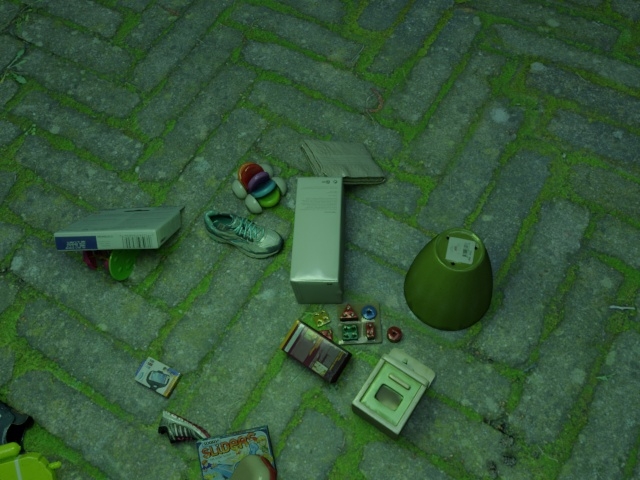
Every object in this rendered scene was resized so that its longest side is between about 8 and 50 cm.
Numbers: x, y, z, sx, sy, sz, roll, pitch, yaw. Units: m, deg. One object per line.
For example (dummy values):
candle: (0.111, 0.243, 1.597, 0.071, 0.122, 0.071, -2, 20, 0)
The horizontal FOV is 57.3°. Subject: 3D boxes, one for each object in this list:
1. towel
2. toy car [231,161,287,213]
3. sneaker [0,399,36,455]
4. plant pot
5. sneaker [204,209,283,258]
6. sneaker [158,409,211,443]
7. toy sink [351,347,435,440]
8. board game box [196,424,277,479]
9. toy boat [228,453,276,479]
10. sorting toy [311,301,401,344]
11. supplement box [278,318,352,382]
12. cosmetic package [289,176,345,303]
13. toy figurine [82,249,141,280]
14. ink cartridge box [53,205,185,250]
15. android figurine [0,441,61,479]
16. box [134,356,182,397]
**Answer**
towel: (0.077, -0.271, 1.999, 0.282, 0.049, 0.187, -5, 53, -35)
toy car: (-0.214, -0.196, 2.009, 0.159, 0.136, 0.182, -37, 66, -14)
sneaker: (-0.932, 0.512, 1.713, 0.148, 0.131, 0.350, -29, 74, -8)
plant pot: (0.391, 0.088, 1.724, 0.275, 0.293, 0.274, -2, 62, 4)
sneaker: (-0.261, -0.026, 1.933, 0.283, 0.122, 0.110, 14, 65, 12)
sneaker: (-0.394, 0.554, 1.680, 0.170, 0.063, 0.074, 22, 74, 13)
toy sink: (0.213, 0.417, 1.660, 0.153, 0.131, 0.234, 32, 69, 18)
board game box: (-0.232, 0.601, 1.626, 0.201, 0.035, 0.136, -12, 88, -1)
toy boat: (-0.173, 0.695, 1.552, 0.231, 0.151, 0.151, -59, 30, -2)
sorting toy: (0.109, 0.250, 1.803, 0.275, 0.046, 0.132, -3, 62, 4)
supplement box: (-0.013, 0.329, 1.740, 0.188, 0.081, 0.104, 31, 85, 19)
cosmetic package: (0.000, 0.000, 1.859, 0.155, 0.197, 0.365, 1, 62, 6)
toy figurine: (-0.708, 0.043, 1.953, 0.159, 0.130, 0.173, 9, 41, 19)
ink cartridge box: (-0.641, -0.042, 1.927, 0.324, 0.330, 0.071, -2, 105, 4)
android figurine: (-0.842, 0.678, 1.597, 0.273, 0.056, 0.248, -14, 92, -13)
box: (-0.498, 0.411, 1.780, 0.136, 0.028, 0.081, 23, 67, 14)
